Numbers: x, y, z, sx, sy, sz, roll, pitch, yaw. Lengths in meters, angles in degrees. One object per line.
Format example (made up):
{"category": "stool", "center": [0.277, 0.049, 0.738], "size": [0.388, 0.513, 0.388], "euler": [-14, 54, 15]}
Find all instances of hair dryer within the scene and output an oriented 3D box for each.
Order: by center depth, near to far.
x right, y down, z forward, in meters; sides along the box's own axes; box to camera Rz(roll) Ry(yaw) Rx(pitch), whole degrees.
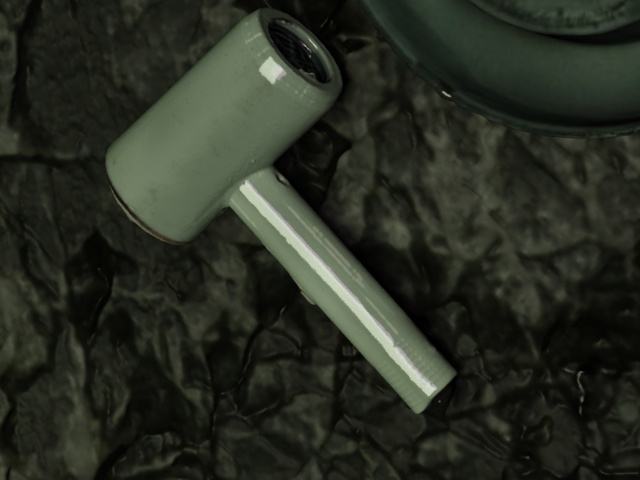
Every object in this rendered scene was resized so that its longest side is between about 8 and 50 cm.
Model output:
{"category": "hair dryer", "center": [0.000, 0.000, 1.051], "size": [0.131, 0.073, 0.236], "euler": [-41, 86, 25]}

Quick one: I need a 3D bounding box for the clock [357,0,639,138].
{"category": "clock", "center": [0.128, -0.208, 0.896], "size": [0.319, 0.066, 0.318], "euler": [12, 108, 40]}
